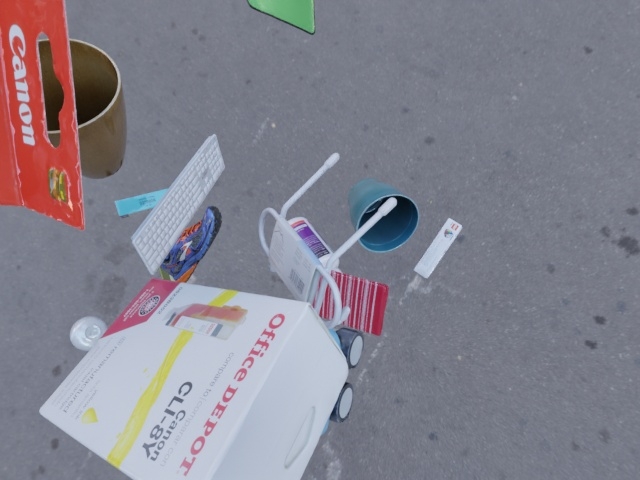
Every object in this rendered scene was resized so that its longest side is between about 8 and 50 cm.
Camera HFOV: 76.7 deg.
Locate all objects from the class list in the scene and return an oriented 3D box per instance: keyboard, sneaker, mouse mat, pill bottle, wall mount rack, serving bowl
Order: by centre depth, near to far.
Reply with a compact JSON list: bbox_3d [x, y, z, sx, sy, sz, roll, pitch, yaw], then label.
[{"bbox_3d":[-0.211,-0.066,0.633,0.014,0.072,0.256,5,48,17],"label":"keyboard"},{"bbox_3d":[0.000,0.000,0.841,0.350,0.130,0.305,48,132,42],"label":"wall mount rack"},{"bbox_3d":[-0.082,-0.540,0.861,0.007,0.189,0.153,-4,89,47],"label":"mouse mat"},{"bbox_3d":[-0.294,0.007,0.902,0.087,0.083,0.221,32,114,-15],"label":"sneaker"},{"bbox_3d":[-0.555,0.224,0.979,0.027,0.083,0.084,-18,70,41],"label":"serving bowl"},{"bbox_3d":[-0.046,0.065,1.720,0.181,0.181,0.323,-39,65,0],"label":"pill bottle"}]

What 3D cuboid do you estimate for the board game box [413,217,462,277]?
[{"bbox_3d":[0.390,0.032,1.368,0.053,0.305,0.193,35,95,13],"label":"board game box"}]

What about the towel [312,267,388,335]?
[{"bbox_3d":[0.089,0.200,1.369,0.274,0.031,0.199,14,115,24],"label":"towel"}]

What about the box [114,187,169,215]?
[{"bbox_3d":[-0.669,-0.152,1.595,0.244,0.100,0.060,-18,94,-22],"label":"box"}]

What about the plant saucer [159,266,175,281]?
[{"bbox_3d":[-0.696,0.136,1.854,0.188,0.045,0.189,10,116,50],"label":"plant saucer"}]

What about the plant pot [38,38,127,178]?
[{"bbox_3d":[-0.525,-0.252,0.886,0.236,0.254,0.238,3,67,-7],"label":"plant pot"}]

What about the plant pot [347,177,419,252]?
[{"bbox_3d":[0.237,-0.130,1.720,0.271,0.272,0.255,-30,37,2],"label":"plant pot"}]

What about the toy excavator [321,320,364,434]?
[{"bbox_3d":[-0.105,0.407,0.984,0.222,0.445,0.434,9,87,29],"label":"toy excavator"}]

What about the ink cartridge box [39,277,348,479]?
[{"bbox_3d":[-0.191,0.223,0.624,0.384,0.161,0.279,3,46,36],"label":"ink cartridge box"}]

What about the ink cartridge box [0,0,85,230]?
[{"bbox_3d":[-0.445,-0.188,0.464,0.384,0.091,0.309,16,112,22],"label":"ink cartridge box"}]
